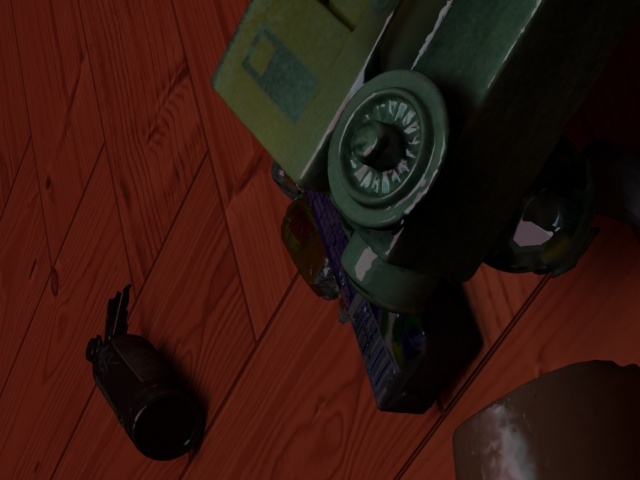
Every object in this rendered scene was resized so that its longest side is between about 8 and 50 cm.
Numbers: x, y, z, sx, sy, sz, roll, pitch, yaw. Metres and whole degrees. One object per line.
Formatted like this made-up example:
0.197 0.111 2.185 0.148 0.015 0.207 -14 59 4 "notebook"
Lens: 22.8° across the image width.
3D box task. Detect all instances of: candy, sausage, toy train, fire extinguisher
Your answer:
0.000 0.000 1.308 0.053 0.046 0.182 -62 39 34 "candy"
0.143 0.193 0.881 0.123 0.123 0.252 137 133 -55 "sausage"
0.095 -0.161 0.917 0.397 0.160 0.253 -60 41 19 "toy train"
0.040 -0.016 1.206 0.088 0.061 0.312 -59 36 40 "candy"
-0.184 0.131 1.656 0.106 0.075 0.252 -53 29 2 "fire extinguisher"

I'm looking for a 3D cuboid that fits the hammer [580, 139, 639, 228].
0.248 0.010 0.790 0.427 0.044 0.152 -138 56 -61 "hammer"
